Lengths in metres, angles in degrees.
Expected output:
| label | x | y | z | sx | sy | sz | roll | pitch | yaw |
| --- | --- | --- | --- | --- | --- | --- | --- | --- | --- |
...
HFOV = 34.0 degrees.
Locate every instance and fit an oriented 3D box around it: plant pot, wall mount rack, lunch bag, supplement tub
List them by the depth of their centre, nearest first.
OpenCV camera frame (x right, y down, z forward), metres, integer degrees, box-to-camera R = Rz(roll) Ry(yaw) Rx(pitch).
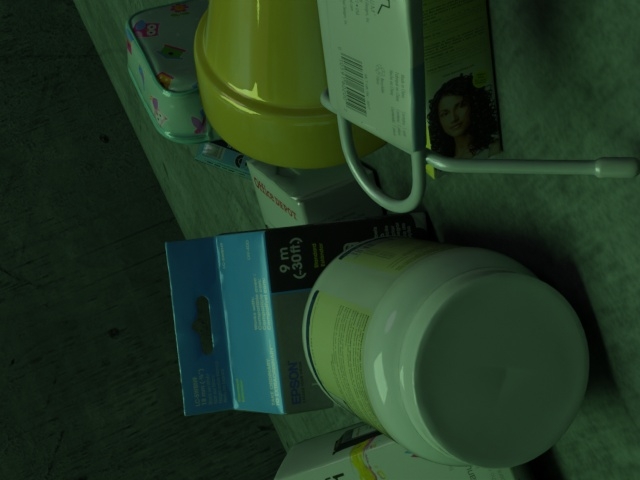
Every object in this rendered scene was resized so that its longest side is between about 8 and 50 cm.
| label | x | y | z | sx | sy | sz | roll | pitch | yaw |
| --- | --- | --- | --- | --- | --- | --- | --- | --- | --- |
| wall mount rack | 0.114 | -0.172 | 0.872 | 0.304 | 0.130 | 0.350 | 32 | 144 | 39 |
| plant pot | -0.017 | -0.245 | 1.111 | 0.254 | 0.254 | 0.239 | 56 | 163 | 32 |
| supplement tub | 0.131 | 0.119 | 1.190 | 0.235 | 0.235 | 0.325 | 69 | 164 | -11 |
| lunch bag | -0.111 | -0.245 | 1.402 | 0.108 | 0.279 | 0.224 | 95 | 152 | -43 |

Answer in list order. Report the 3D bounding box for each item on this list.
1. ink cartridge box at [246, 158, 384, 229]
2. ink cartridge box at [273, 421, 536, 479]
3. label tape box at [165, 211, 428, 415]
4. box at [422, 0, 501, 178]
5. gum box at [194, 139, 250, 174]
| label | x | y | z | sx | sy | sz | roll | pitch | yaw |
| --- | --- | --- | --- | --- | --- | --- | --- | --- | --- |
| ink cartridge box | 0.015 | 0.017 | 1.624 | 0.223 | 0.129 | 0.308 | 40 | 150 | 59 |
| ink cartridge box | 0.126 | 0.345 | 1.379 | 0.226 | 0.306 | 0.131 | 66 | -165 | -5 |
| label tape box | -0.019 | 0.099 | 1.375 | 0.106 | 0.333 | 0.241 | 180 | 83 | -74 |
| box | 0.124 | -0.182 | 1.058 | 0.058 | 0.087 | 0.232 | 49 | 158 | 53 |
| gum box | -0.139 | -0.138 | 1.853 | 0.184 | 0.157 | 0.041 | -165 | 94 | -79 |
